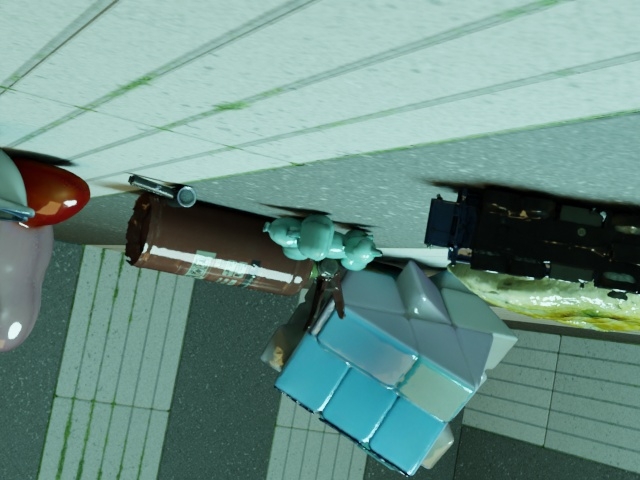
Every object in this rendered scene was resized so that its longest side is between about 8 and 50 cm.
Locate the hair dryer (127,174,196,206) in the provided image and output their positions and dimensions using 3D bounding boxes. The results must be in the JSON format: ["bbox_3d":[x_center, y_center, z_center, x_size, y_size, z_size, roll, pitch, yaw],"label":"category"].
[{"bbox_3d":[-0.197,-0.061,1.235,0.083,0.026,0.047,17,171,-30],"label":"hair dryer"}]

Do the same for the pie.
[{"bbox_3d":[0.341,0.074,1.352,0.337,0.075,0.337,10,174,1],"label":"pie"}]

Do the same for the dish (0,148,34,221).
[{"bbox_3d":[-0.395,-0.084,1.032,0.236,0.086,0.228,11,174,-5],"label":"dish"}]

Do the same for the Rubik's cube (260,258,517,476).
[{"bbox_3d":[0.104,0.188,1.744,0.387,0.358,0.368,34,-147,1],"label":"Rubik's cube"}]

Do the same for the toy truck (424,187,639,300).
[{"bbox_3d":[0.192,0.003,0.877,0.201,0.074,0.088,10,180,12],"label":"toy truck"}]

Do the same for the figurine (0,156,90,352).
[{"bbox_3d":[-0.441,-0.020,1.278,0.269,0.261,0.211,11,-158,-16],"label":"figurine"}]

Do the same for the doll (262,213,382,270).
[{"bbox_3d":[0.000,0.000,1.317,0.159,0.059,0.158,12,176,-9],"label":"doll"}]

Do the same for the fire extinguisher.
[{"bbox_3d":[-0.104,0.037,1.431,0.337,0.147,0.106,14,176,-25],"label":"fire extinguisher"}]
